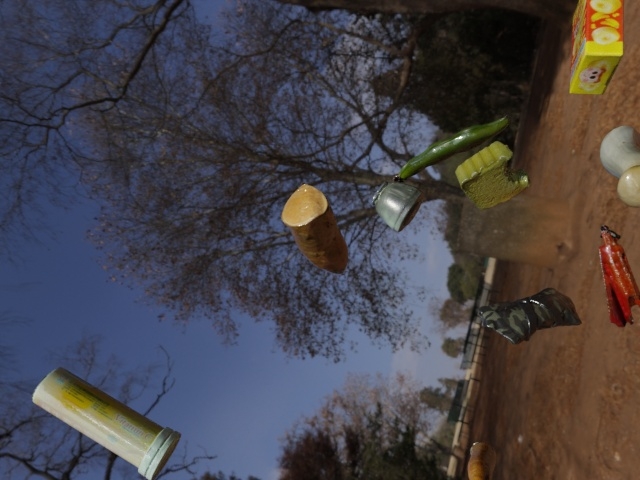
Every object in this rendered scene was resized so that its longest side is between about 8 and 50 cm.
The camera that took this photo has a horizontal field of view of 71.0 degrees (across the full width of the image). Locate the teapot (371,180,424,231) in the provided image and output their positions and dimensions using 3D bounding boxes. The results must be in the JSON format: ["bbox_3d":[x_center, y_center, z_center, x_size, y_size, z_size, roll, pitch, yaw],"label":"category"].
[{"bbox_3d":[0.188,-0.102,1.075,0.149,0.108,0.111,-48,-16,-27],"label":"teapot"}]

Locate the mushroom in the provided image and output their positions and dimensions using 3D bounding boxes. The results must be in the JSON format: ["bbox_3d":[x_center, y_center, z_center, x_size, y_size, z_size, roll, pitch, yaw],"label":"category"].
[{"bbox_3d":[0.826,-0.195,1.167,0.329,0.159,0.122,-55,-30,-51],"label":"mushroom"}]

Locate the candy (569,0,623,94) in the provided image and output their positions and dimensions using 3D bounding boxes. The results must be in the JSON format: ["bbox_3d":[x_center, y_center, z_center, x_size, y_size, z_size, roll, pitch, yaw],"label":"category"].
[{"bbox_3d":[0.709,-0.528,1.155,0.146,0.088,0.276,62,-141,-65],"label":"candy"}]

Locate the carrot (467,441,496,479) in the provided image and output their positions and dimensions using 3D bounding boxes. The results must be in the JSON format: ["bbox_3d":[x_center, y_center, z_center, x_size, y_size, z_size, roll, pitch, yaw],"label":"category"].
[{"bbox_3d":[0.283,0.402,0.796,0.139,0.048,0.048,11,-88,-65],"label":"carrot"}]

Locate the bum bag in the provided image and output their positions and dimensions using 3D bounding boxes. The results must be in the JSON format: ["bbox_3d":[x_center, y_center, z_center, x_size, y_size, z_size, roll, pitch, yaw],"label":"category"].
[{"bbox_3d":[0.645,0.226,1.365,0.340,0.144,0.095,-9,-48,-21],"label":"bum bag"}]

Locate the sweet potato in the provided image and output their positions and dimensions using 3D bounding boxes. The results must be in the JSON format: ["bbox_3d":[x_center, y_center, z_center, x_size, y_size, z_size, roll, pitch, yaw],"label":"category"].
[{"bbox_3d":[0.000,0.003,1.149,0.131,0.131,0.337,-65,-26,-25],"label":"sweet potato"}]

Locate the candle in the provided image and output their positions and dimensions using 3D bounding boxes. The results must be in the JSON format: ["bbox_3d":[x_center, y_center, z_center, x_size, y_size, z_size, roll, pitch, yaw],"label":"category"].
[{"bbox_3d":[0.740,0.091,1.123,0.302,0.084,0.059,62,-160,-18],"label":"candle"}]

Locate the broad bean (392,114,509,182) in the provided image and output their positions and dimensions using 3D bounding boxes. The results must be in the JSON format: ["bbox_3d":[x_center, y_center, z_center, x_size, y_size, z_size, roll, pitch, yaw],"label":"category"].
[{"bbox_3d":[0.285,-0.206,1.025,0.060,0.297,0.043,25,-132,-49],"label":"broad bean"}]

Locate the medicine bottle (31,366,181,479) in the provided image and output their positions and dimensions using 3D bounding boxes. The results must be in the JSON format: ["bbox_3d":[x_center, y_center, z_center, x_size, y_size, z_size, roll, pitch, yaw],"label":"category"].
[{"bbox_3d":[-0.324,0.274,0.683,0.074,0.218,0.074,-61,-6,-10],"label":"medicine bottle"}]

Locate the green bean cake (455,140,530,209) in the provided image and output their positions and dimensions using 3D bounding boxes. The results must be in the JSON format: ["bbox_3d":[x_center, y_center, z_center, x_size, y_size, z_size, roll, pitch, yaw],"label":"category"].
[{"bbox_3d":[0.679,-0.257,1.775,0.236,0.233,0.124,37,-146,-38],"label":"green bean cake"}]
